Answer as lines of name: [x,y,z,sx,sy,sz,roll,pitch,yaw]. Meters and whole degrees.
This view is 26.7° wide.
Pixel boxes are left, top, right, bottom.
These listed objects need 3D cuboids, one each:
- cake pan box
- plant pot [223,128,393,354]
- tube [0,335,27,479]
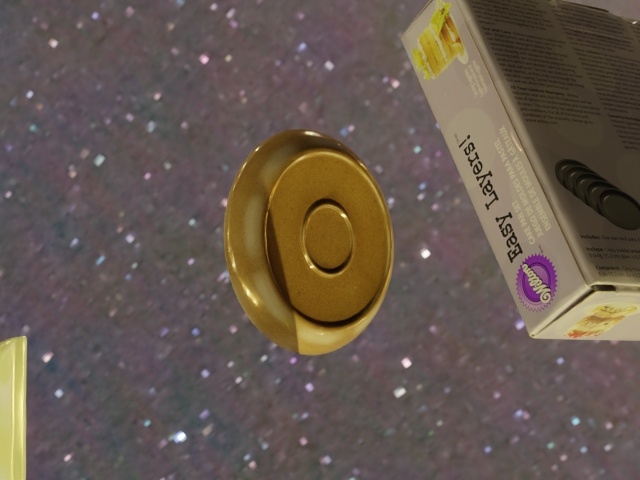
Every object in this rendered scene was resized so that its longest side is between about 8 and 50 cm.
cake pan box: [0.207,-0.050,0.907,0.266,0.070,0.246,2,-124,-37]
plant pot: [0.000,0.000,1.391,0.236,0.032,0.236,5,-98,-45]
tube: [-0.247,0.105,0.742,0.062,0.240,0.070,-54,-52,-46]
